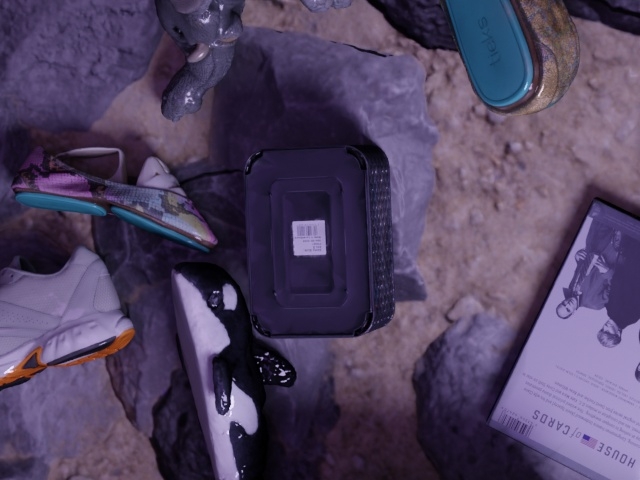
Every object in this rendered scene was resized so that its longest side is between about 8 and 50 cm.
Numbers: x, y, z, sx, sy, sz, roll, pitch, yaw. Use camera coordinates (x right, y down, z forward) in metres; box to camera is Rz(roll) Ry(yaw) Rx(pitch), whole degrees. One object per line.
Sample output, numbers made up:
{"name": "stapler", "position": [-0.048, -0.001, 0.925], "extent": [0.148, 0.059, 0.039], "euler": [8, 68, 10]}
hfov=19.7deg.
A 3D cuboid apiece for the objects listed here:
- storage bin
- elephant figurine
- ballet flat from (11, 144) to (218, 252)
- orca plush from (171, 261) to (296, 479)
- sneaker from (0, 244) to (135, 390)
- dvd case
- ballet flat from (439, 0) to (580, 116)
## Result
{"name": "storage bin", "position": [0.000, 0.000, 1.757], "extent": [0.122, 0.084, 0.180], "euler": [-2, 94, 17]}
{"name": "elephant figurine", "position": [-0.100, -0.251, 1.746], "extent": [0.239, 0.169, 0.186], "euler": [-18, 59, 32]}
{"name": "ballet flat", "position": [-0.198, -0.051, 1.827], "extent": [0.222, 0.077, 0.079], "euler": [15, 78, 16]}
{"name": "orca plush", "position": [-0.063, 0.153, 1.779], "extent": [0.102, 0.151, 0.287], "euler": [-15, 85, -14]}
{"name": "sneaker", "position": [-0.319, 0.084, 1.863], "extent": [0.262, 0.099, 0.121], "euler": [-18, 80, 10]}
{"name": "dvd case", "position": [0.282, 0.105, 1.706], "extent": [0.179, 0.029, 0.238], "euler": [27, 101, 14]}
{"name": "ballet flat", "position": [0.146, -0.280, 1.682], "extent": [0.123, 0.123, 0.348], "euler": [-21, 85, 17]}
